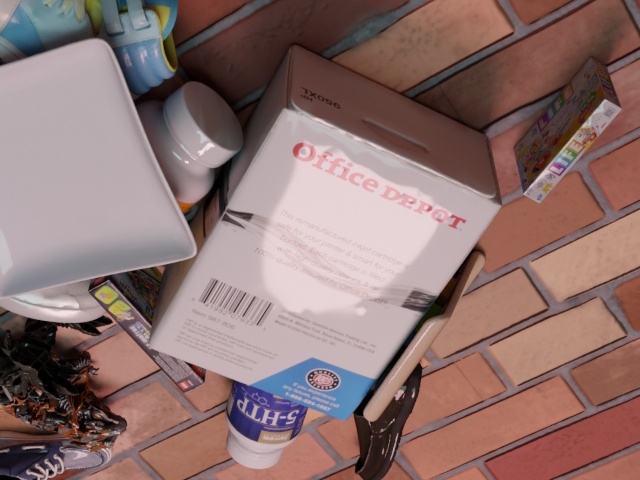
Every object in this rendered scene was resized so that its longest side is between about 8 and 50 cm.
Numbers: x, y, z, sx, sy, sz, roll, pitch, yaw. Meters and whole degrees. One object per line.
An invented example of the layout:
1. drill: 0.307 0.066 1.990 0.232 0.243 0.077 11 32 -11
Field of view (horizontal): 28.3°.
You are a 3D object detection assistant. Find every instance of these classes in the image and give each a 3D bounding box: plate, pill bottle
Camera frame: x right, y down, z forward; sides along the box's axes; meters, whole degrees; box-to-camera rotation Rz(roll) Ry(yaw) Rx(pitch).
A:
1. plate: -0.305 -0.080 1.437 0.277 0.045 0.278 -12 117 18
2. pill bottle: -0.213 -0.082 1.524 0.245 0.136 0.136 -35 119 26
3. pill bottle: -0.072 0.225 1.769 0.112 0.112 0.187 12 125 -8

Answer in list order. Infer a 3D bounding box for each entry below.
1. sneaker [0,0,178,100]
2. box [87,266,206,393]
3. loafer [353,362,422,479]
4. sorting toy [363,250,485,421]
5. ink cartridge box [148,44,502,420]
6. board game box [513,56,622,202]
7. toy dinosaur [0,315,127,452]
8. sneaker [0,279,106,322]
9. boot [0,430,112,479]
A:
1. sneaker: -0.280 -0.275 1.403 0.208 0.127 0.319 -25 132 20
2. box: -0.222 0.094 1.674 0.036 0.114 0.207 -27 122 19
3. loafer: 0.082 0.254 1.817 0.078 0.080 0.220 17 120 0
4. sorting toy: 0.131 0.119 1.645 0.038 0.208 0.193 35 122 6
5. ink cartridge box: 0.000 0.000 1.569 0.285 0.166 0.395 23 123 -15
6. board game box: 0.292 -0.132 1.510 0.026 0.103 0.154 27 121 -18
7. toy dinosaur: -0.404 0.185 1.729 0.322 0.164 0.218 18 141 -31
8. sneaker: -0.385 -0.009 1.605 0.292 0.108 0.169 21 127 -12
9. boot: -0.405 0.332 1.864 0.190 0.086 0.069 0 126 0
